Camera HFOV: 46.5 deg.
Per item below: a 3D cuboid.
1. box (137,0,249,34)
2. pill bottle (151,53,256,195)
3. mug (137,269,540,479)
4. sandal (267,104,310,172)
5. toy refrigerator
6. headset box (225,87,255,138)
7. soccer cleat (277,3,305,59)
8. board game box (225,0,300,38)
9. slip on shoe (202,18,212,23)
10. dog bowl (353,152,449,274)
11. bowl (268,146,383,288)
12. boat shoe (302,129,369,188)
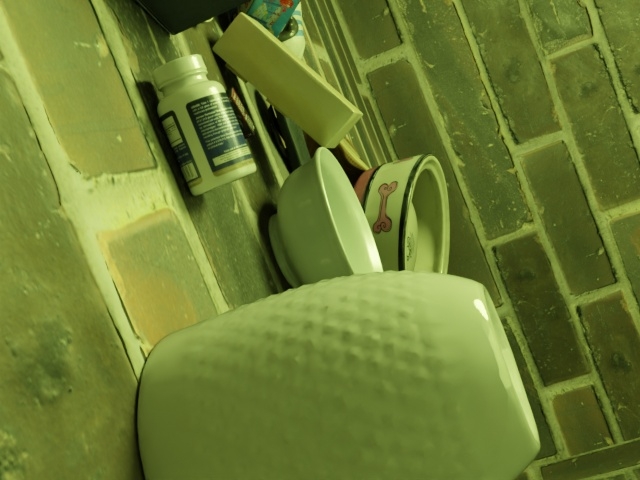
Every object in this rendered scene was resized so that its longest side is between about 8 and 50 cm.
[{"bbox_3d":[-0.139,-0.525,1.070,0.179,0.343,0.312,38,35,-66],"label":"box"},{"bbox_3d":[-0.157,-0.152,0.981,0.094,0.094,0.169,-45,114,-75],"label":"pill bottle"},{"bbox_3d":[0.039,0.210,0.716,0.276,0.328,0.374,53,21,-49],"label":"mug"},{"bbox_3d":[-0.070,-0.211,1.525,0.097,0.055,0.254,-61,139,-63],"label":"sandal"},{"bbox_3d":[-0.059,-0.282,1.344,0.269,0.094,0.102,42,13,3],"label":"toy refrigerator"},{"bbox_3d":[-0.147,-0.190,1.145,0.032,0.062,0.083,-94,160,-52],"label":"headset box"},{"bbox_3d":[-0.098,-0.513,1.755,0.143,0.116,0.331,78,5,-47],"label":"soccer cleat"},{"bbox_3d":[-0.093,-0.583,1.449,0.086,0.302,0.308,10,52,-30],"label":"board game box"},{"bbox_3d":[-0.160,-0.525,1.241,0.123,0.101,0.331,18,90,-61],"label":"slip on shoe"},{"bbox_3d":[0.179,0.005,1.698,0.408,0.151,0.407,3,90,-68],"label":"dog bowl"},{"bbox_3d":[0.000,0.000,1.286,0.298,0.134,0.297,-21,90,-76],"label":"bowl"},{"bbox_3d":[0.038,-0.197,1.765,0.342,0.123,0.123,45,28,-46],"label":"boat shoe"}]
